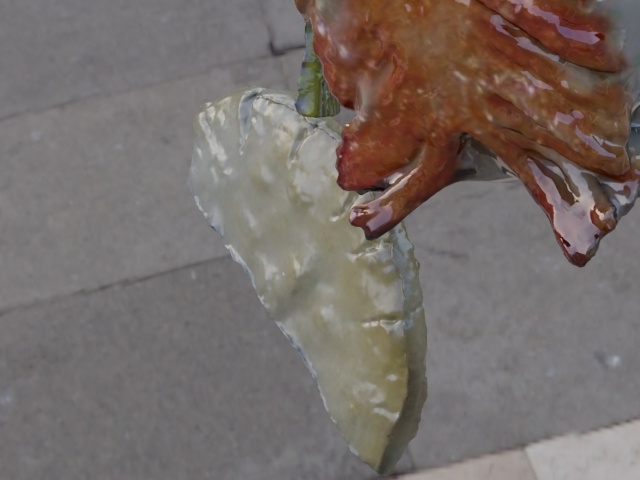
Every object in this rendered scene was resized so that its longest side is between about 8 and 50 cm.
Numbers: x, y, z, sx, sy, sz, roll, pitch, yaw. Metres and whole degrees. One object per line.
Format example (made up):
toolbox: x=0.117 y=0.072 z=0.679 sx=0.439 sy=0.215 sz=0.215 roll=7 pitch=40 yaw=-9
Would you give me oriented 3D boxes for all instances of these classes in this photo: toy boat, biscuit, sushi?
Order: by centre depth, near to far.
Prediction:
sushi: x=0.077 y=-0.154 z=0.431 sx=0.124 sy=0.130 sz=0.332 roll=0 pitch=59 yaw=37
toy boat: x=0.006 y=-0.126 z=0.706 sx=0.016 sy=0.115 sz=0.063 roll=10 pitch=10 yaw=11
biscuit: x=-0.001 y=0.000 z=0.823 sx=0.038 sy=0.141 sz=0.289 roll=-10 pitch=60 yaw=-44
